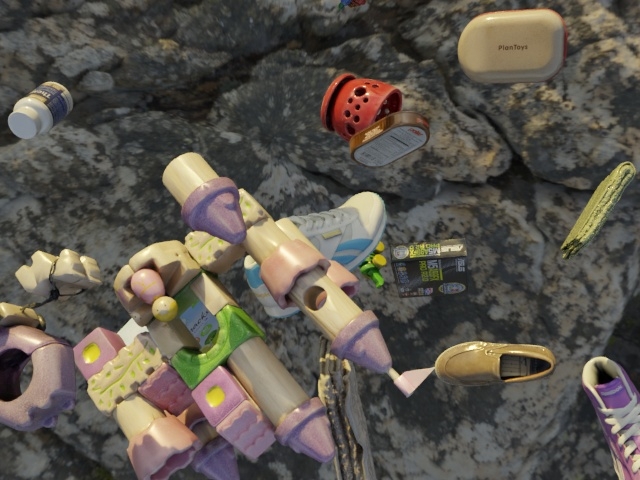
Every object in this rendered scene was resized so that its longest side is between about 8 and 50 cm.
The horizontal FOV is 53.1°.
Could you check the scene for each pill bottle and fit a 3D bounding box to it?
[{"bbox_3d":[-0.484,-0.222,1.105,0.067,0.120,0.067,4,124,6],"label":"pill bottle"}]

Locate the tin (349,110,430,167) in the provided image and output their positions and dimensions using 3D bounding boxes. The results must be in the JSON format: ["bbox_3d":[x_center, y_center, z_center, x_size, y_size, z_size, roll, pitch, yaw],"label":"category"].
[{"bbox_3d":[0.143,-0.207,1.337,0.106,0.189,0.040,17,60,-39],"label":"tin"}]

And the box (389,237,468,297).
[{"bbox_3d":[0.328,0.088,1.910,0.216,0.270,0.060,-4,61,11],"label":"box"}]

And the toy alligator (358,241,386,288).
[{"bbox_3d":[0.099,0.018,1.358,0.051,0.190,0.056,15,138,-23],"label":"toy alligator"}]

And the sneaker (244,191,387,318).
[{"bbox_3d":[0.000,0.000,0.856,0.228,0.087,0.092,-42,122,-24],"label":"sneaker"}]

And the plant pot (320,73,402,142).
[{"bbox_3d":[0.109,-0.356,1.773,0.174,0.191,0.191,27,97,23],"label":"plant pot"}]

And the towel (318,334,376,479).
[{"bbox_3d":[0.044,0.275,0.869,0.049,0.187,0.282,-11,102,4],"label":"towel"}]

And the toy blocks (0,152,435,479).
[{"bbox_3d":[-0.088,0.120,0.603,0.288,0.309,0.260,-43,67,2],"label":"toy blocks"}]

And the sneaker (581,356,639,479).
[{"bbox_3d":[0.482,0.304,0.998,0.102,0.282,0.161,-31,120,14],"label":"sneaker"}]

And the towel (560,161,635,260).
[{"bbox_3d":[0.411,-0.041,0.955,0.027,0.110,0.148,32,82,11],"label":"towel"}]

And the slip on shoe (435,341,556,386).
[{"bbox_3d":[0.199,0.143,0.732,0.135,0.041,0.051,-1,90,13],"label":"slip on shoe"}]

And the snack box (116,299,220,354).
[{"bbox_3d":[-0.268,0.173,1.209,0.070,0.207,0.174,35,75,27],"label":"snack box"}]

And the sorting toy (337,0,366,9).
[{"bbox_3d":[0.047,-0.492,1.279,0.102,0.061,0.042,19,141,-32],"label":"sorting toy"}]

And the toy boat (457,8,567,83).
[{"bbox_3d":[0.425,-0.425,1.418,0.231,0.151,0.151,5,105,23],"label":"toy boat"}]
